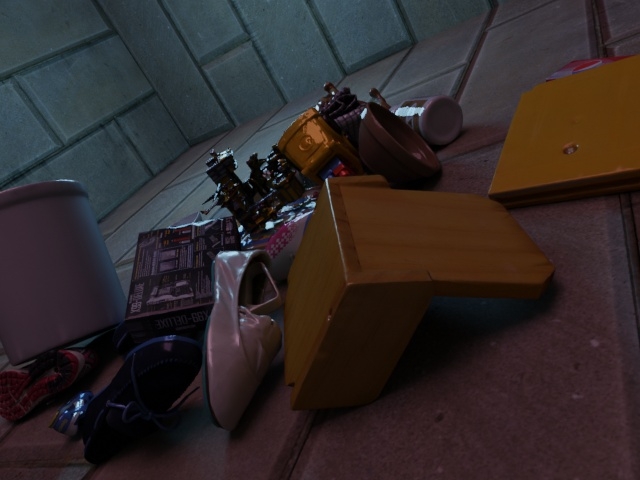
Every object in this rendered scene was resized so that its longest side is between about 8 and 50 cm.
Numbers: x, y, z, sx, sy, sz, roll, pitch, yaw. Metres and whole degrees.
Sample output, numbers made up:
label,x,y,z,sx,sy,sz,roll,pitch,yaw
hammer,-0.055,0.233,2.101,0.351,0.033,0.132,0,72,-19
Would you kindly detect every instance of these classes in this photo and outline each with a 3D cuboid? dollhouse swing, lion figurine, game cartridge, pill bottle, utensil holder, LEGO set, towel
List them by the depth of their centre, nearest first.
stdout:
label,x,y,z,sx,sy,sz,roll,pitch,yaw
dollhouse swing,0.132,0.080,0.898,0.347,0.304,0.315,-100,29,-61
game cartridge,0.485,-0.206,1.030,0.285,0.053,0.324,-7,44,44
utensil holder,-0.704,0.085,1.424,0.327,0.386,0.327,-22,-3,-1
LEGO set,-0.193,-0.185,1.493,0.254,0.192,0.331,-32,27,13
pill bottle,0.281,-0.337,1.556,0.131,0.131,0.229,-36,22,-13
towel,0.029,-0.276,1.567,0.235,0.284,0.121,-30,65,-5
lion figurine,0.135,-0.404,1.786,0.391,0.142,0.240,-3,37,-16

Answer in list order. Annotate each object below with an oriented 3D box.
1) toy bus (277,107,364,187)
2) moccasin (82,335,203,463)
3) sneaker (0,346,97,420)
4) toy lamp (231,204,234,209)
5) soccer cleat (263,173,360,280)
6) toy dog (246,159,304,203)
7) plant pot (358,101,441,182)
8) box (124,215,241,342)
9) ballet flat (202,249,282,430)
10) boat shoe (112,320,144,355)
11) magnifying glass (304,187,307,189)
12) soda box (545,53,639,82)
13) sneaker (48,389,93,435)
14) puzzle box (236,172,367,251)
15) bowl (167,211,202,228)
label,x,y,z,sx,sy,sz,roll,pitch,yaw
toy bus,0.034,-0.187,1.357,0.149,0.220,0.211,-45,53,14
moccasin,-0.300,0.284,0.942,0.342,0.137,0.117,-46,34,35
sneaker,-0.670,0.345,1.338,0.299,0.121,0.112,-23,-6,19
toy lamp,-0.277,-0.134,1.843,0.080,0.080,0.274,-32,7,-4
soccer cleat,0.000,0.000,1.178,0.331,0.116,0.143,-41,45,18
toy dog,-0.104,-0.238,1.788,0.333,0.161,0.220,-33,22,-7
plant pot,0.172,-0.221,1.356,0.110,0.237,0.237,-47,14,26
box,-0.300,0.077,1.263,0.242,0.077,0.307,-11,39,-4
ballet flat,-0.131,0.141,0.984,0.139,0.139,0.400,-26,35,11
boat shoe,-0.387,0.190,1.335,0.258,0.109,0.089,-45,28,7
magnifying glass,-0.076,-0.097,1.639,0.092,0.026,0.231,-23,21,16
soda box,0.623,-0.342,1.201,0.092,0.083,0.263,-34,22,-11
sneaker,-0.506,0.362,1.154,0.053,0.059,0.144,-59,2,10
puzzle box,-0.080,-0.048,1.448,0.408,0.052,0.272,-13,29,28
bowl,-0.487,-0.035,1.978,0.142,0.053,0.142,-25,21,12
